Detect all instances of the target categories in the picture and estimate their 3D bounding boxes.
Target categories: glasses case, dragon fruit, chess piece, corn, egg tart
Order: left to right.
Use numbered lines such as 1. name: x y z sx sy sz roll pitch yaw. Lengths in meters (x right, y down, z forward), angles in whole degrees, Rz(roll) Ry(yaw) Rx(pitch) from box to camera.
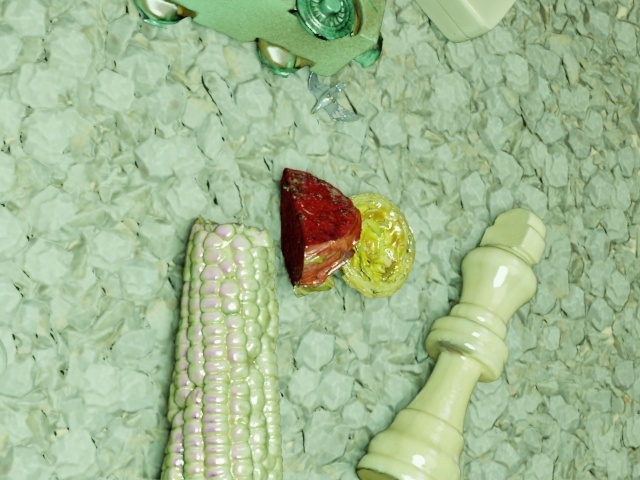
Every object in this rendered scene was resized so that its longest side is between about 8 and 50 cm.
1. corn: -0.097 0.139 1.067 0.127 0.127 0.335 10 76 -30
2. dragon fruit: 0.000 0.000 1.125 0.083 0.162 0.106 -4 125 -16
3. egg tart: 0.056 0.007 1.207 0.129 0.049 0.128 8 76 -33
4. chess piece: 0.175 0.126 1.234 0.117 0.117 0.397 37 66 -23
5. glasses case: 0.239 -0.416 1.341 0.144 0.076 0.336 47 64 -18

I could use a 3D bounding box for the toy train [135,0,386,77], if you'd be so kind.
1. toy train: -0.070 -0.289 1.111 0.326 0.129 0.159 19 71 -25

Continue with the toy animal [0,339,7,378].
1. toy animal: -0.383 0.111 0.888 0.193 0.127 0.178 -38 103 -26

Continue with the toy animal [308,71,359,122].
1. toy animal: 0.009 -0.165 1.205 0.084 0.028 0.050 54 54 -14
